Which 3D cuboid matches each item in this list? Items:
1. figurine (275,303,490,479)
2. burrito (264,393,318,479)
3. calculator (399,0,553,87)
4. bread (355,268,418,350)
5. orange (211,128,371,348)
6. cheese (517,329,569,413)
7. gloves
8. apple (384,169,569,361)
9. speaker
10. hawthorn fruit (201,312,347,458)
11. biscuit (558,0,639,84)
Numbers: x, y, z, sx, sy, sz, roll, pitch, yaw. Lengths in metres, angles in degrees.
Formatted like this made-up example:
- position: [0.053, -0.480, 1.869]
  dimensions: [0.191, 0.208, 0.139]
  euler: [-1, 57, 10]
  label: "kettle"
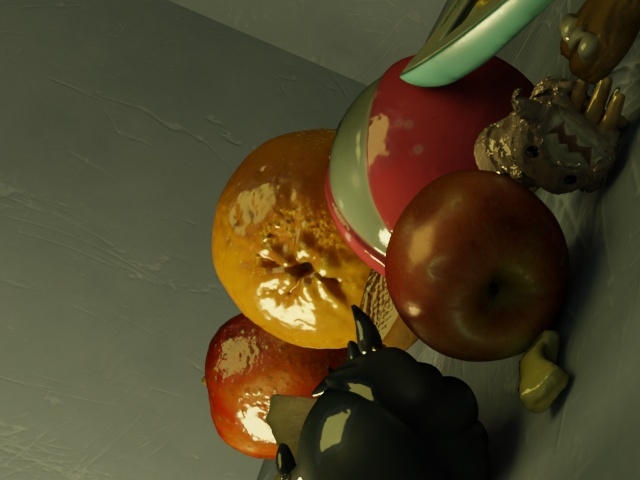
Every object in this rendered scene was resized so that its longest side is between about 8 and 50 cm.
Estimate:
- position: [0.058, 0.183, 0.983]
  dimensions: [0.197, 0.175, 0.265]
  euler: [-59, -7, -19]
  label: "figurine"
- position: [0.006, 0.300, 1.170]
  dimensions: [0.135, 0.190, 0.332]
  euler: [-22, 21, 12]
  label: "burrito"
- position: [0.225, -0.294, 1.087]
  dimensions: [0.256, 0.054, 0.386]
  euler: [-57, 9, -29]
  label: "calculator"
- position: [0.113, 0.072, 1.473]
  dimensions: [0.077, 0.114, 0.189]
  euler: [16, -82, -54]
  label: "bread"
- position: [0.000, 0.000, 1.641]
  dimensions: [0.341, 0.340, 0.293]
  euler: [-66, -9, 17]
  label: "orange"
- position: [0.173, 0.098, 0.848]
  dimensions: [0.044, 0.030, 0.083]
  euler: [-46, 7, 26]
  label: "cheese"
- position: [0.199, -0.083, 0.956]
  dimensions: [0.144, 0.110, 0.094]
  euler: [118, 171, -68]
  label: "gloves"
- position: [0.129, 0.020, 0.921]
  dimensions: [0.163, 0.163, 0.139]
  euler: [-67, 23, 14]
  label: "apple"
- position: [0.146, -0.089, 1.309]
  dimensions: [0.294, 0.294, 0.294]
  euler: [-157, 90, -87]
  label: "speaker"
- position: [-0.073, 0.237, 1.847]
  dimensions: [0.275, 0.299, 0.276]
  euler: [-2, -90, -67]
  label: "hawthorn fruit"
- position: [0.287, -0.267, 0.882]
  dimensions: [0.302, 0.049, 0.197]
  euler: [-55, 7, 15]
  label: "biscuit"
